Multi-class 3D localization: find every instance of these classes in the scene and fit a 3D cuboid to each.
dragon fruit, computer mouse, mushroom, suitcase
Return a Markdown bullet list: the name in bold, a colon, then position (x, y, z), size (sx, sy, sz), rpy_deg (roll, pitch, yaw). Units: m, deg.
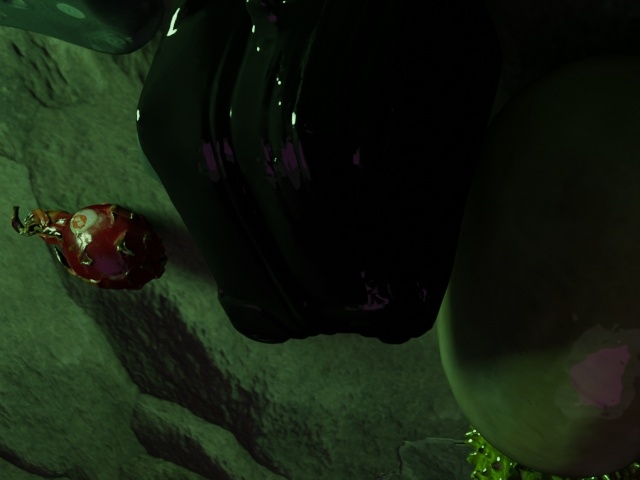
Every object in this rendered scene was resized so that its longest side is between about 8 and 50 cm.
- **dragon fruit**: position (-0.256, -0.002, 1.798), size (0.190, 0.094, 0.094), rpy_deg (16, 148, 17)
- **computer mouse**: position (-0.289, -0.248, 1.446), size (0.379, 0.090, 0.167), rpy_deg (13, 163, 27)
- **mushroom**: position (0.255, 0.029, 1.419), size (0.294, 0.362, 0.362), rpy_deg (13, 147, -10)
- **suitcase**: position (0.006, -0.125, 1.291), size (0.188, 0.345, 0.339), rpy_deg (3, 146, 24)

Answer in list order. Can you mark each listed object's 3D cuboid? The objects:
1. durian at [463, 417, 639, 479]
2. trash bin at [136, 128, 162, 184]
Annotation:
- **durian**: position (0.274, 0.188, 1.741), size (0.291, 0.291, 0.224), rpy_deg (-15, 141, 36)
- **trash bin**: position (-0.052, -0.083, 1.555), size (0.236, 0.101, 0.176), rpy_deg (35, 144, -12)
